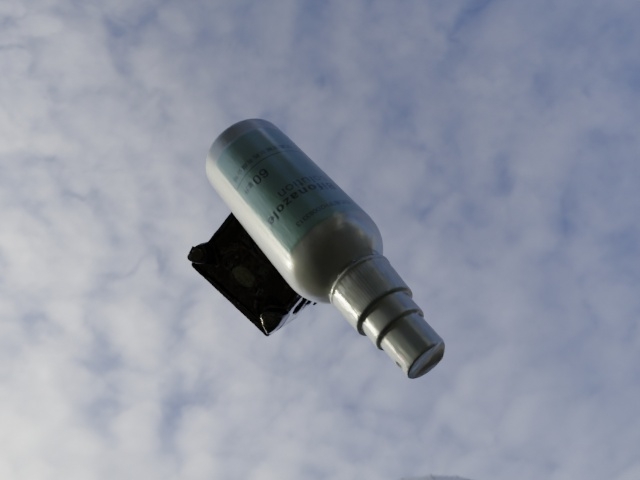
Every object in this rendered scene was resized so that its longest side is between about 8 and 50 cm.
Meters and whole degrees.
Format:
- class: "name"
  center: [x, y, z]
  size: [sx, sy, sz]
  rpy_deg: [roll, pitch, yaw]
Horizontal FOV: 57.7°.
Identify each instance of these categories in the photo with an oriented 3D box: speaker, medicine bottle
- class: "speaker"
  center: [-0.048, 0.005, 0.947]
  size: [0.184, 0.254, 0.232]
  rpy_deg: [40, -84, 7]
- class: "medicine bottle"
  center: [0.000, 0.000, 0.612]
  size: [0.110, 0.352, 0.110]
  rpy_deg: [-25, -39, -22]
